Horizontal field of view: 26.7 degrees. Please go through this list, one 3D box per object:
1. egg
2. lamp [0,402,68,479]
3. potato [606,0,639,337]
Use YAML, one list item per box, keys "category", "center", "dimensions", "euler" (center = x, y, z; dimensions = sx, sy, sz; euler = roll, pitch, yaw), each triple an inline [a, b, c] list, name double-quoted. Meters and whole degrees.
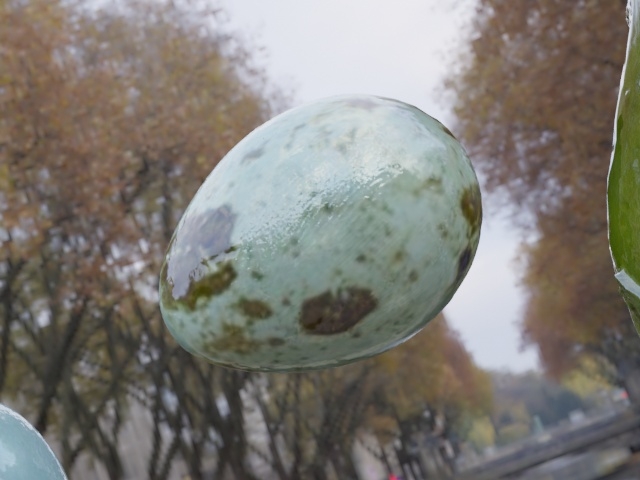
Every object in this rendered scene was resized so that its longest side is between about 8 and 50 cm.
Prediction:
- category: "egg"
  center: [0.000, 0.000, 0.870]
  dimensions: [0.231, 0.169, 0.169]
  euler: [-30, -6, -24]
- category: "lamp"
  center: [-0.310, 0.211, 1.151]
  dimensions: [0.147, 0.284, 0.209]
  euler: [-48, 16, 8]
- category: "potato"
  center: [0.185, -0.039, 0.493]
  dimensions: [0.148, 0.253, 0.186]
  euler: [10, 30, 26]
